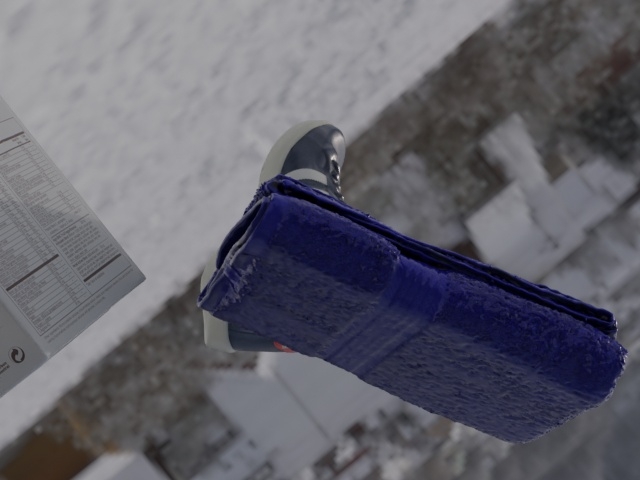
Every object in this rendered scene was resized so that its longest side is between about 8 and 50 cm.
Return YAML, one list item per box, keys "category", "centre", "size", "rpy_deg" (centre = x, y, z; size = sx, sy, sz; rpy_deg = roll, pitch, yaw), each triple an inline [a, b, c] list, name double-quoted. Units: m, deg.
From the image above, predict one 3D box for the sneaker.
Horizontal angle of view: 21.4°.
- category: "sneaker"
  centre: [0.000, 0.000, 1.731]
  size: [0.350, 0.148, 0.131]
  rpy_deg: [-65, 157, -48]

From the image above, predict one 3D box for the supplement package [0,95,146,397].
- category: "supplement package"
  centre: [-0.301, 0.004, 1.180]
  size: [0.199, 0.262, 0.198]
  rpy_deg: [-37, -176, 20]

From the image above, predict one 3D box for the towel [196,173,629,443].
- category: "towel"
  centre: [0.068, 0.056, 1.336]
  size: [0.076, 0.308, 0.227]
  rpy_deg: [-68, -172, -22]
